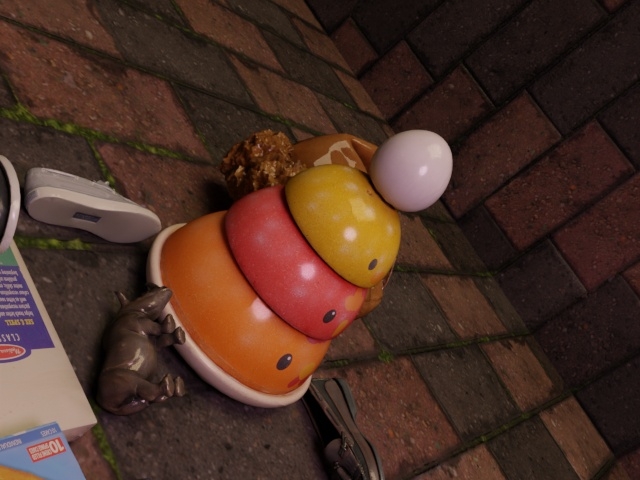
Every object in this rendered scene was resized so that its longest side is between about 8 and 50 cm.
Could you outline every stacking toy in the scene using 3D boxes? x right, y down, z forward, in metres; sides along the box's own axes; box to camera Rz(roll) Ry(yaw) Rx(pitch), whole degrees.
[{"bbox_3d":[0.000,0.000,1.181,0.350,0.480,0.351,41,24,-22],"label":"stacking toy"}]

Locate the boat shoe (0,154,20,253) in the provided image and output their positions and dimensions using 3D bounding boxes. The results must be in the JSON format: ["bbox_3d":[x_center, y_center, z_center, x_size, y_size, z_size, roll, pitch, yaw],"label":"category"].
[{"bbox_3d":[-0.429,-0.068,0.866,0.091,0.114,0.302,12,9,-45],"label":"boat shoe"}]

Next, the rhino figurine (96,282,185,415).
[{"bbox_3d":[-0.239,0.132,1.023,0.243,0.106,0.073,-101,176,-52],"label":"rhino figurine"}]

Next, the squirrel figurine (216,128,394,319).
[{"bbox_3d":[-0.028,-0.023,1.519,0.397,0.281,0.371,26,44,-43],"label":"squirrel figurine"}]

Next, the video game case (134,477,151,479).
[{"bbox_3d":[-0.164,0.395,0.720,0.274,0.026,0.196,-90,168,-59],"label":"video game case"}]

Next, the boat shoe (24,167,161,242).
[{"bbox_3d":[-0.338,-0.059,1.156,0.227,0.079,0.081,18,43,-49],"label":"boat shoe"}]

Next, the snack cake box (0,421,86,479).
[{"bbox_3d":[-0.316,0.271,0.662,0.152,0.089,0.264,56,22,14],"label":"snack cake box"}]

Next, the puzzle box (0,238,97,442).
[{"bbox_3d":[-0.431,0.105,0.749,0.272,0.052,0.409,58,23,19],"label":"puzzle box"}]

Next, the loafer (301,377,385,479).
[{"bbox_3d":[0.026,0.334,1.257,0.084,0.096,0.268,13,31,-27],"label":"loafer"}]
